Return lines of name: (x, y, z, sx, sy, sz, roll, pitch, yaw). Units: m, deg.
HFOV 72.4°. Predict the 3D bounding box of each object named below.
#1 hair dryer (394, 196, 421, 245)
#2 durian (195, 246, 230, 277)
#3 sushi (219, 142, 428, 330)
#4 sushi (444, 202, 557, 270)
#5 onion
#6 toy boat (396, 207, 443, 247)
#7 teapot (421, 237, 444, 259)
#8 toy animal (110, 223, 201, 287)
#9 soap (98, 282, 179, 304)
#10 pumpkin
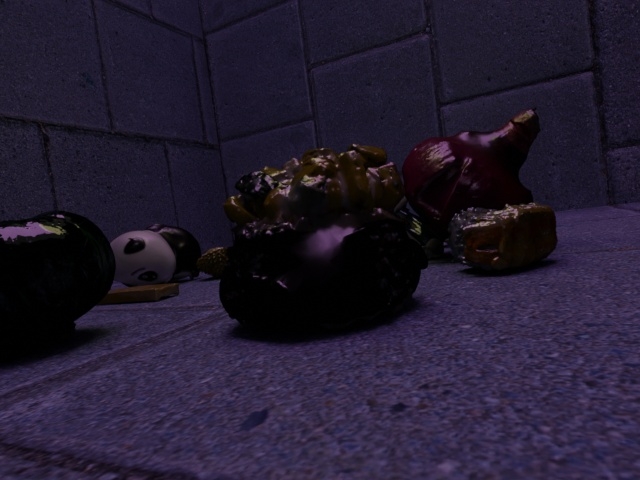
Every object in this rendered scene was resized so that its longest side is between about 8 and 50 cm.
hair dryer: (0.252, -0.056, 1.356, 0.224, 0.219, 0.088, -19, -28, -24)
durian: (-0.374, 0.095, 1.579, 0.146, 0.103, 0.208, -6, -21, -25)
sushi: (-0.014, -0.016, 0.741, 0.327, 0.286, 0.328, -5, 5, 43)
sushi: (0.409, -0.011, 0.973, 0.274, 0.140, 0.184, -6, 4, -33)
onion: (0.453, -0.190, 1.239, 0.398, 0.420, 0.398, 29, 15, -9)
toy boat: (0.297, -0.028, 1.442, 0.114, 0.122, 0.296, 30, 8, -40)
teapot: (0.325, 0.032, 1.286, 0.067, 0.057, 0.083, 30, 32, 34)
toy animal: (-0.603, 0.059, 1.555, 0.250, 0.251, 0.310, -7, -4, 23)
soap: (-0.532, 0.154, 1.254, 0.251, 0.037, 0.092, -7, 2, 24)
pumpkin: (-0.528, 0.082, 0.785, 0.315, 0.239, 0.315, -25, 8, 4)
